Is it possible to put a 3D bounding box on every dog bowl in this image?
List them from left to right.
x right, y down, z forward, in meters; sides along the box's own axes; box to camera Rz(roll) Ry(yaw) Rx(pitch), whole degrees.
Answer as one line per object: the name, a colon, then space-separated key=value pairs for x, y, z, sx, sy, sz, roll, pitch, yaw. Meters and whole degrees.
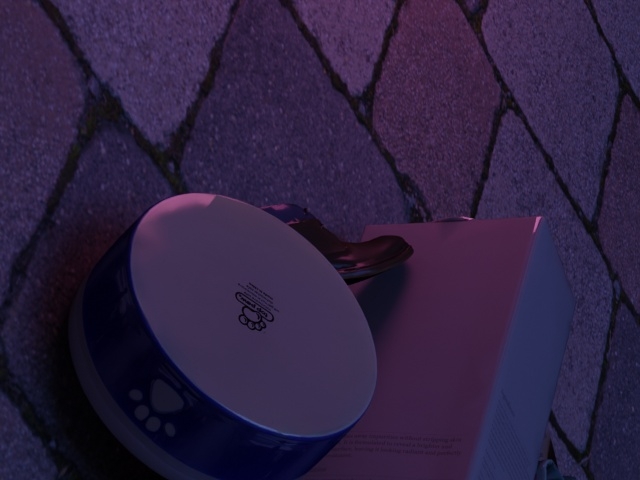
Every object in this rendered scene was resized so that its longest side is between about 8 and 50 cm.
dog bowl: x=-0.083 y=0.090 z=1.736 sx=0.265 sy=0.104 sz=0.265 roll=26 pitch=39 yaw=-23

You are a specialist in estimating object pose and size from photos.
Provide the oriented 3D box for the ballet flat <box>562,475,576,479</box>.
ballet flat: x=0.296 y=0.324 z=2.503 sx=0.114 sy=0.041 sz=0.041 roll=-1 pitch=82 yaw=-59

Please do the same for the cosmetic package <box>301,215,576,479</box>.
cosmetic package: x=0.115 y=0.161 z=2.038 sx=0.156 sy=0.217 sz=0.385 roll=64 pitch=36 yaw=-39

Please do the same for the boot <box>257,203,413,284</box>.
boot: x=0.000 y=0.000 z=2.012 sx=0.219 sy=0.082 sz=0.106 roll=-18 pitch=89 yaw=-39

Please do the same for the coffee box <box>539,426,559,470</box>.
coffee box: x=0.216 y=0.381 z=2.261 sx=0.168 sy=0.118 sz=0.297 roll=-25 pitch=102 yaw=-60

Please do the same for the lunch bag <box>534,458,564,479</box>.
lunch bag: x=0.173 y=0.365 z=2.086 sx=0.160 sy=0.223 sz=0.262 roll=-38 pitch=113 yaw=-64
